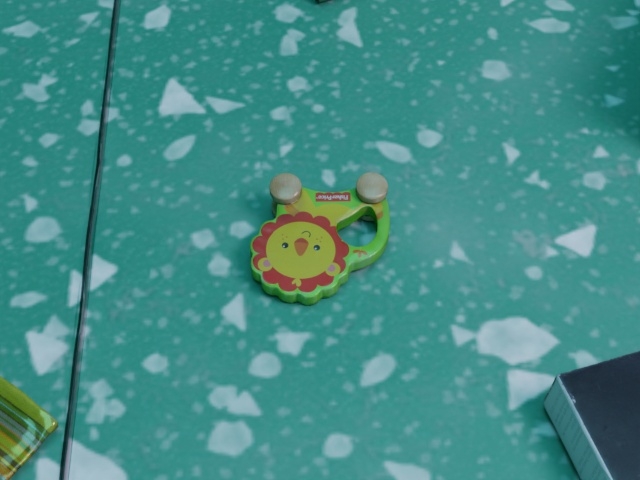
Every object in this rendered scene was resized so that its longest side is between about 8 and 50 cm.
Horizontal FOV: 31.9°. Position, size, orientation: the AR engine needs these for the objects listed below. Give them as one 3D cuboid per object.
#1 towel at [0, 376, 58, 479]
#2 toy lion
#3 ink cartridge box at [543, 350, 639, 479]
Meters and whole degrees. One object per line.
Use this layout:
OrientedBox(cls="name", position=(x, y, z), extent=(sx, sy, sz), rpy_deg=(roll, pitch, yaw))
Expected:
OrientedBox(cls="towel", position=(-0.274, 0.168, 0.674), extent=(0.102, 0.021, 0.237), rpy_deg=(29, 59, 21))
OrientedBox(cls="toy lion", position=(0.000, 0.000, 0.794), extent=(0.100, 0.034, 0.096), rpy_deg=(-1, 60, -1))
OrientedBox(cls="ink cartridge box", position=(0.272, 0.147, 0.671), extent=(0.206, 0.045, 0.208), rpy_deg=(-15, 56, -11))
